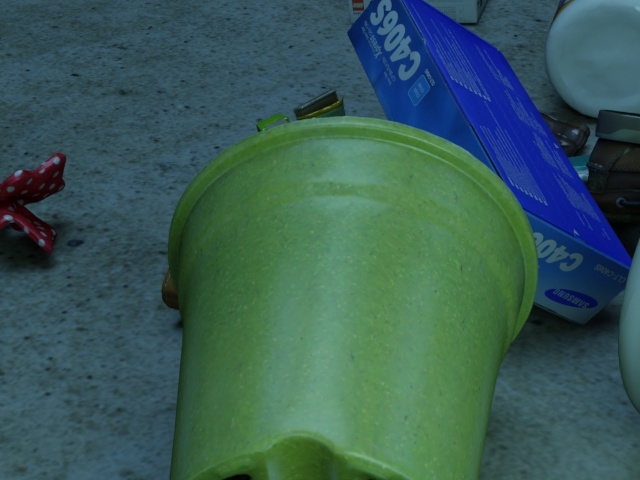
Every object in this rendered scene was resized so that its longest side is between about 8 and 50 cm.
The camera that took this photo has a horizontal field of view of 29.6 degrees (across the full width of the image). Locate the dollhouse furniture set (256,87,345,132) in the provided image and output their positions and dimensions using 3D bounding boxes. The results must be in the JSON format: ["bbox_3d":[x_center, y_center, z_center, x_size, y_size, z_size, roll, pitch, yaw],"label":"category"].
[{"bbox_3d":[-0.020,-0.105,1.351,0.151,0.076,0.058,-29,33,-19],"label":"dollhouse furniture set"}]

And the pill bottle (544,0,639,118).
[{"bbox_3d":[0.372,-0.270,1.493,0.162,0.162,0.278,4,29,17],"label":"pill bottle"}]

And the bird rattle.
[{"bbox_3d":[-0.394,-0.040,1.251,0.253,0.143,0.207,-19,15,-29],"label":"bird rattle"}]

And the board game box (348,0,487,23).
[{"bbox_3d":[0.174,-0.413,1.899,0.193,0.053,0.305,3,30,17],"label":"board game box"}]

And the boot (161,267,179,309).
[{"bbox_3d":[0.000,0.000,1.146,0.220,0.109,0.283,4,37,25],"label":"boot"}]

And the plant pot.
[{"bbox_3d":[0.009,0.101,0.810,0.276,0.276,0.254,0,40,9],"label":"plant pot"}]

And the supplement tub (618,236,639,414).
[{"bbox_3d":[0.392,0.064,0.801,0.324,0.235,0.235,18,37,36],"label":"supplement tub"}]

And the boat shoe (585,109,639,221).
[{"bbox_3d":[0.392,-0.042,1.082,0.307,0.104,0.110,13,11,22],"label":"boat shoe"}]

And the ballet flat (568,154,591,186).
[{"bbox_3d":[0.321,-0.060,1.203,0.241,0.077,0.091,-13,10,-11],"label":"ballet flat"}]

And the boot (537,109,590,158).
[{"bbox_3d":[0.236,-0.102,1.344,0.106,0.037,0.114,8,36,27],"label":"boot"}]

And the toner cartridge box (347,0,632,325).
[{"bbox_3d":[0.148,-0.089,1.116,0.165,0.075,0.348,24,31,-34],"label":"toner cartridge box"}]
